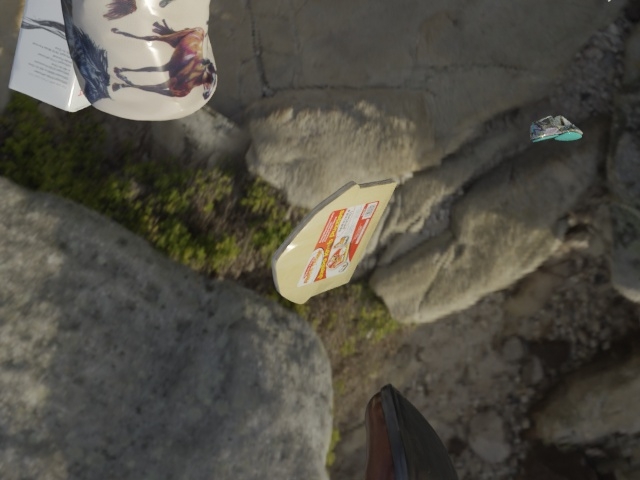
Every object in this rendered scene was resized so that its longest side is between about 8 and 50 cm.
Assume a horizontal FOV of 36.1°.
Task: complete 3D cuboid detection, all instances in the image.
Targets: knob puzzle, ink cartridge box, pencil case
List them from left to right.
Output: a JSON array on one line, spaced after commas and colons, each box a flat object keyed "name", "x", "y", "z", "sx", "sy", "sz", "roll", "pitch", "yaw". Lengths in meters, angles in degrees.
[{"name": "ink cartridge box", "x": -0.435, "y": -0.414, "z": 1.791, "sx": 0.129, "sy": 0.223, "sz": 0.307, "roll": 21, "pitch": 110, "yaw": 5}, {"name": "pencil case", "x": -0.176, "y": -0.315, "z": 0.988, "sx": 0.183, "sy": 0.160, "sz": 0.410, "roll": -22, "pitch": 141, "yaw": -27}, {"name": "knob puzzle", "x": 0.000, "y": 0.000, "z": 1.260, "sx": 0.030, "sy": 0.213, "sz": 0.213, "roll": 41, "pitch": 114, "yaw": 26}]

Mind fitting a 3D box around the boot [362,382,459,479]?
[{"name": "boot", "x": -0.016, "y": 0.272, "z": 0.797, "sx": 0.280, "sy": 0.264, "sz": 0.096, "roll": -31, "pitch": 134, "yaw": 21}]

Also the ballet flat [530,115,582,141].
[{"name": "ballet flat", "x": 0.371, "y": -0.177, "z": 1.543, "sx": 0.114, "sy": 0.041, "sz": 0.041, "roll": -6, "pitch": 119, "yaw": -38}]
